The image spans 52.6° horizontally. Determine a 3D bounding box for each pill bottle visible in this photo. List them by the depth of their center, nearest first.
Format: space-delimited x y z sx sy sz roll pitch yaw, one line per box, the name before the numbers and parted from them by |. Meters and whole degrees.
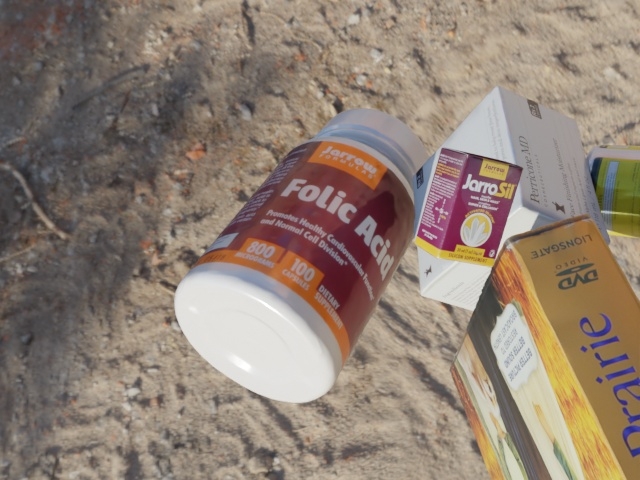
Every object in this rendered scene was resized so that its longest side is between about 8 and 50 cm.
pill bottle | 0.385 -0.049 0.702 0.184 0.103 0.103 9 82 34
pill bottle | 0.000 0.000 0.884 0.224 0.224 0.392 9 45 28

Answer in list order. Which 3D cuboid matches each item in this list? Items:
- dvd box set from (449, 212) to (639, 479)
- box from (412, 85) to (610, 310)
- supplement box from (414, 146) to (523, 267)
dvd box set | 0.203 0.234 0.429 0.062 0.308 0.420 -16 64 -4
box | 0.203 -0.039 0.737 0.182 0.119 0.181 130 150 -47
supplement box | 0.117 -0.026 0.514 0.043 0.055 0.083 -138 60 -66
